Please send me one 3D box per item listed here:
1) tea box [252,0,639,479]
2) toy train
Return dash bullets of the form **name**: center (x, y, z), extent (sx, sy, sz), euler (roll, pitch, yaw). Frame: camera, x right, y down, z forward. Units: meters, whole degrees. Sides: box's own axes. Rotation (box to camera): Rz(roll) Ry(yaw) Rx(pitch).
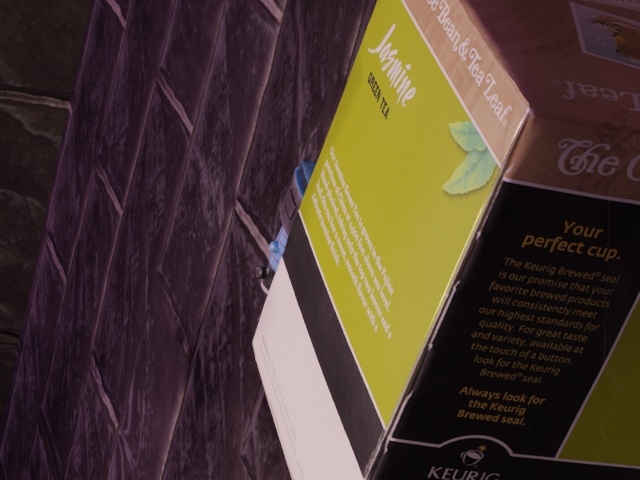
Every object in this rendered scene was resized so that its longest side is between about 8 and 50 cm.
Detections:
- **tea box**: center (0.173, 0.025, 0.981), extent (0.220, 0.329, 0.323), euler (-111, 36, -51)
- **toy train**: center (0.000, 0.000, 1.726), extent (0.080, 0.105, 0.184), euler (-104, 30, -43)
